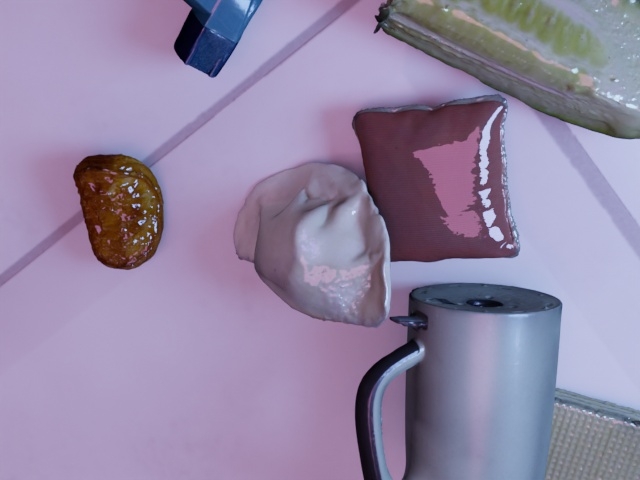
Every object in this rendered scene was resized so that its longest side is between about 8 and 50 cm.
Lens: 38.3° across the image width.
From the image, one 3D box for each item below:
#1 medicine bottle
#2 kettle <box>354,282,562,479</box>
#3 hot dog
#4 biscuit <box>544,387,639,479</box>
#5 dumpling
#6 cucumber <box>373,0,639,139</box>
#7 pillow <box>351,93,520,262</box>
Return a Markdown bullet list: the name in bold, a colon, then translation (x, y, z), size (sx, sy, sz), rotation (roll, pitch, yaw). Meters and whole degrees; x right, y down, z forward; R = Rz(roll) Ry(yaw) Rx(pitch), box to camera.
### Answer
- **medicine bottle**: translation (-0.160, -0.290, 0.931), size (0.124, 0.079, 0.258), rotation (-40, 122, 12)
- **kettle**: translation (0.147, 0.183, 1.006), size (0.240, 0.165, 0.255), rotation (-1, 101, -22)
- **hot dog**: translation (-0.236, -0.036, 1.081), size (0.099, 0.065, 0.147), rotation (-3, 120, 10)
- **biscuit**: translation (0.314, 0.260, 1.102), size (0.252, 0.052, 0.150), rotation (13, 107, 8)
- **dumpling**: translation (0.003, 0.002, 1.022), size (0.126, 0.216, 0.166), rotation (12, 105, -27)
- **cucumber**: translation (0.226, -0.205, 0.928), size (0.325, 0.105, 0.145), rotation (26, 85, -1)
- **pillow**: translation (0.126, -0.064, 1.004), size (0.171, 0.075, 0.179), rotation (-3, 107, 18)
